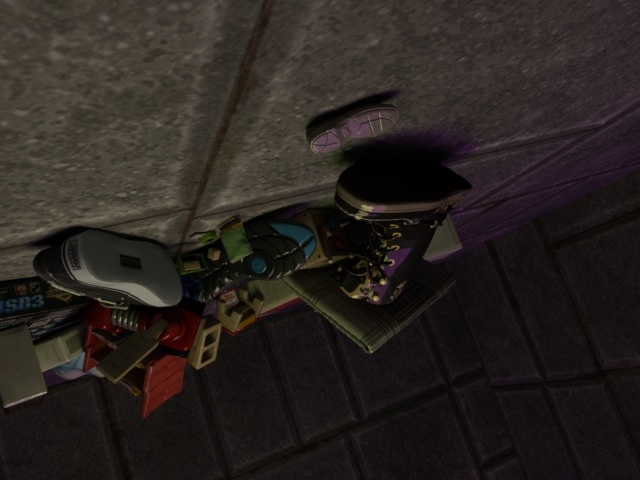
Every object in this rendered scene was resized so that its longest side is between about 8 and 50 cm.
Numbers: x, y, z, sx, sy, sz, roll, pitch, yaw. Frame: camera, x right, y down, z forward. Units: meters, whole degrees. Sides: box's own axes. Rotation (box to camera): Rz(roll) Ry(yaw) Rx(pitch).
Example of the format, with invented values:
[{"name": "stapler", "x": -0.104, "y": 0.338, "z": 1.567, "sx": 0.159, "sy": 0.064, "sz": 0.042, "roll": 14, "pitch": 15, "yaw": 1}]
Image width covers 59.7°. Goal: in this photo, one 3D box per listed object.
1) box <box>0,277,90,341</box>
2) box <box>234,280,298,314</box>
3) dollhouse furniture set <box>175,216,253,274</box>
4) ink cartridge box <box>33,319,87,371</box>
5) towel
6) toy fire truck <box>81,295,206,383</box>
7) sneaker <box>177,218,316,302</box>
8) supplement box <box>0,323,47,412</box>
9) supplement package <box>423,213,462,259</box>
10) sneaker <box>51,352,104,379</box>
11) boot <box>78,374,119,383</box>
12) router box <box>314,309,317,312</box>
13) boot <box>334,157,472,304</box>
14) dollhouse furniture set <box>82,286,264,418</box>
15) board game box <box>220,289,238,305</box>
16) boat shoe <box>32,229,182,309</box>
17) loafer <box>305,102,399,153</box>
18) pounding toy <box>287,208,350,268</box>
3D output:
[{"name": "box", "x": -0.620, "y": 0.153, "z": 1.009, "sx": 0.295, "sy": 0.073, "sz": 0.293, "roll": -9, "pitch": 166, "yaw": -47}, {"name": "box", "x": -0.106, "y": 0.097, "z": 1.440, "sx": 0.127, "sy": 0.148, "sz": 0.232, "roll": -9, "pitch": 167, "yaw": -47}, {"name": "dollhouse furniture set", "x": -0.204, "y": 0.016, "z": 1.044, "sx": 0.152, "sy": 0.076, "sz": 0.058, "roll": -26, "pitch": 168, "yaw": 36}, {"name": "ink cartridge box", "x": -0.651, "y": 0.257, "z": 1.322, "sx": 0.261, "sy": 0.066, "sz": 0.296, "roll": -20, "pitch": -176, "yaw": 5}, {"name": "towel", "x": 0.099, "y": 0.076, "z": 1.271, "sx": 0.312, "sy": 0.324, "sz": 0.056, "roll": -31, "pitch": 140, "yaw": -32}, {"name": "toy fire truck", "x": -0.353, "y": 0.158, "z": 1.033, "sx": 0.217, "sy": 0.158, "sz": 0.246, "roll": 18, "pitch": 173, "yaw": 5}, {"name": "sneaker", "x": -0.150, "y": 0.028, "z": 1.170, "sx": 0.341, "sy": 0.125, "sz": 0.139, "roll": -19, "pitch": -172, "yaw": 26}, {"name": "supplement box", "x": -0.570, "y": 0.247, "z": 1.041, "sx": 0.073, "sy": 0.130, "sz": 0.239, "roll": -16, "pitch": 169, "yaw": -32}, {"name": "supplement package", "x": 0.281, "y": 0.007, "z": 1.709, "sx": 0.244, "sy": 0.139, "sz": 0.134, "roll": -14, "pitch": 168, "yaw": -19}, {"name": "sneaker", "x": -0.723, "y": 0.314, "z": 1.617, "sx": 0.366, "sy": 0.135, "sz": 0.150, "roll": -15, "pitch": 134, "yaw": 41}, {"name": "boot", "x": -0.603, "y": 0.318, "z": 1.773, "sx": 0.223, "sy": 0.118, "sz": 0.338, "roll": -5, "pitch": -159, "yaw": 43}, {"name": "router box", "x": 0.017, "y": 0.112, "z": 1.657, "sx": 0.133, "sy": 0.179, "sz": 0.046, "roll": -11, "pitch": 169, "yaw": -43}, {"name": "boot", "x": 0.118, "y": -0.007, "z": 1.052, "sx": 0.377, "sy": 0.138, "sz": 0.284, "roll": -16, "pitch": 140, "yaw": -53}, {"name": "dollhouse furniture set", "x": -0.335, "y": 0.219, "z": 1.313, "sx": 0.374, "sy": 0.201, "sz": 0.152, "roll": -27, "pitch": 140, "yaw": -52}, {"name": "board game box", "x": -0.233, "y": 0.172, "z": 1.883, "sx": 0.193, "sy": 0.045, "sz": 0.147, "roll": -23, "pitch": 169, "yaw": 21}, {"name": "boat shoe", "x": -0.344, "y": 0.062, "z": 0.937, "sx": 0.105, "sy": 0.113, "sz": 0.306, "roll": -15, "pitch": 168, "yaw": 13}, {"name": "loafer", "x": 0.039, "y": -0.155, "z": 0.733, "sx": 0.125, "sy": 0.039, "sz": 0.045, "roll": -22, "pitch": 137, "yaw": -3}, {"name": "pounding toy", "x": 0.000, "y": 0.000, "z": 1.180, "sx": 0.100, "sy": 0.130, "sz": 0.141, "roll": -26, "pitch": 168, "yaw": 30}]
